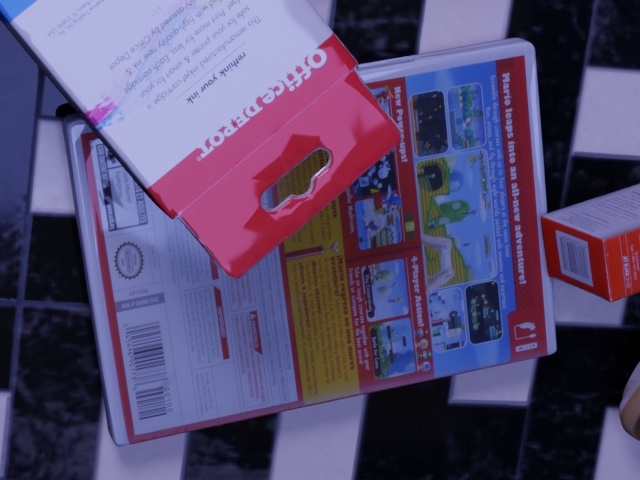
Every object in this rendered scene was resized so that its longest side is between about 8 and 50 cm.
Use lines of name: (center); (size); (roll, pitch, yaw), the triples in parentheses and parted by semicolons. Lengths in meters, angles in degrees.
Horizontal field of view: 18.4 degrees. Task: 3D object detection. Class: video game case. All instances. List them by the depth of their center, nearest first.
video game case: (0.000, 0.000, 1.184); (0.285, 0.025, 0.204); (-11, 109, -13)

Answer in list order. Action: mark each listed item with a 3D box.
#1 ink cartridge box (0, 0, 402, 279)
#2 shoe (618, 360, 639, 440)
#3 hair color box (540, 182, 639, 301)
ink cartridge box: (-0.077, -0.107, 1.079); (0.134, 0.078, 0.231); (-40, 105, -6)
shoe: (0.270, 0.042, 1.267); (0.219, 0.058, 0.076); (-44, 133, 4)
hair color box: (0.214, -0.008, 1.208); (0.141, 0.072, 0.043); (-18, 110, -22)
